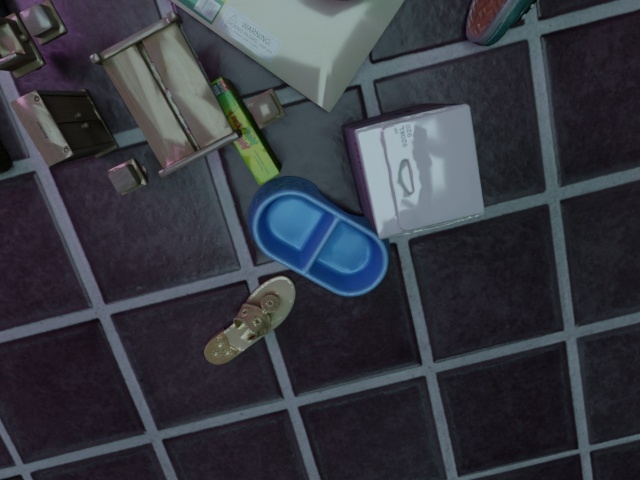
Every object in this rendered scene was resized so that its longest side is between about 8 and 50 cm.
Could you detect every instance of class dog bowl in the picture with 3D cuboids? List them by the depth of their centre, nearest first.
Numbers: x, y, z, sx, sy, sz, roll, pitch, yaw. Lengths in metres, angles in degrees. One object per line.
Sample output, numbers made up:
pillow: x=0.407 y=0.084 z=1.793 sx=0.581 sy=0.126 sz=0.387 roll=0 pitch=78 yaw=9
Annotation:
dog bowl: x=0.000 y=0.000 z=0.904 sx=0.297 sy=0.074 sz=0.166 roll=30 pitch=102 yaw=-9

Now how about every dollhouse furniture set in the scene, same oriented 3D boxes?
dollhouse furniture set: x=-0.277 y=-0.264 z=0.764 sx=0.356 sy=0.174 sz=0.303 roll=-24 pitch=106 yaw=5

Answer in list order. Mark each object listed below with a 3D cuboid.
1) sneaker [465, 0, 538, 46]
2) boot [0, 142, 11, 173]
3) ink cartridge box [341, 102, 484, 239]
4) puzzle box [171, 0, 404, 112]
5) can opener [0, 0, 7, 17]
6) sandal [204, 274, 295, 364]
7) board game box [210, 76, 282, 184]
sneaker: x=0.364 y=-0.449 z=0.777 sx=0.121 sy=0.108 sz=0.302 roll=17 pitch=117 yaw=-28
boot: x=-0.718 y=-0.172 z=0.819 sx=0.270 sy=0.089 sz=0.236 roll=-18 pitch=105 yaw=4
ink cartridge box: x=0.142 y=-0.125 z=0.793 sx=0.168 sy=0.232 sz=0.171 roll=-14 pitch=106 yaw=2
puzzle box: x=-0.076 y=-0.442 z=0.789 sx=0.409 sy=0.052 sz=0.272 roll=34 pitch=102 yaw=-11
can opener: x=-0.594 y=-0.485 z=0.740 sx=0.074 sy=0.093 sz=0.280 roll=-17 pitch=110 yaw=1
sandal: x=-0.138 y=0.174 z=0.943 sx=0.240 sy=0.079 sz=0.088 roll=-42 pitch=103 yaw=9
board game box: x=-0.133 y=-0.191 z=0.835 sx=0.043 sy=0.092 sz=0.181 roll=-30 pitch=105 yaw=7
